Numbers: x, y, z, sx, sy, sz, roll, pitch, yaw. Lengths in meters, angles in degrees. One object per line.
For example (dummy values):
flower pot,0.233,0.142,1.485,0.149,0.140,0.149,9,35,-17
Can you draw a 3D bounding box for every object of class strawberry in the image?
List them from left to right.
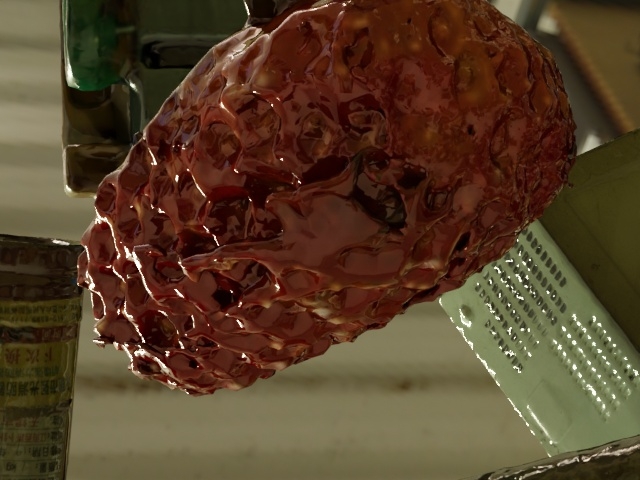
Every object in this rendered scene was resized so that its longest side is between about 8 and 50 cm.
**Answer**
strawberry,0.000,0.000,0.554,0.121,0.188,0.082,21,-138,-31

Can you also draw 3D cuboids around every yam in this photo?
yam,0.153,0.148,1.008,0.169,0.068,0.068,-19,-159,27

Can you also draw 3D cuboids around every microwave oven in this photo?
microwave oven,0.372,0.058,1.799,0.394,0.247,0.333,-23,-114,-31

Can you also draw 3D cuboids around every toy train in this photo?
toy train,-0.089,-0.192,1.189,0.178,0.429,0.249,-1,173,-11

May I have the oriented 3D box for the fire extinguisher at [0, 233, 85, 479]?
fire extinguisher,-0.166,0.121,0.968,0.075,0.252,0.106,5,-177,7
